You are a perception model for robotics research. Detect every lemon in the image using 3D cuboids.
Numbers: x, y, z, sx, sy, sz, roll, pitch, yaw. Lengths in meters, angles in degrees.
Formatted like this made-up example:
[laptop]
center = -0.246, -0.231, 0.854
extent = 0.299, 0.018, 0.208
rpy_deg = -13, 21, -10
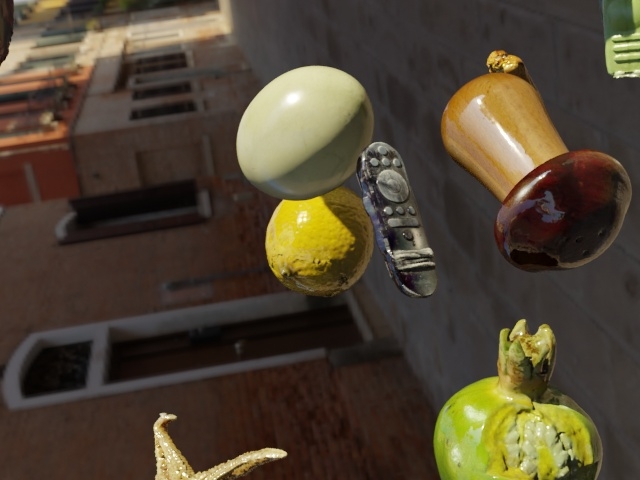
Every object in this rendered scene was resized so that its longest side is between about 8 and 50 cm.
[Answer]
[lemon]
center = 0.003, -0.008, 2.110
extent = 0.228, 0.228, 0.253
rpy_deg = 105, -172, -75

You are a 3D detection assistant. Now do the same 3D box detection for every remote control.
[remote control]
center = 0.114, -0.025, 1.559
extent = 0.066, 0.090, 0.266
rpy_deg = 129, 131, -55

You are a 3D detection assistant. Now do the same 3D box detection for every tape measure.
[tape measure]
center = 0.531, -0.395, 1.718
extent = 0.175, 0.106, 0.200
rpy_deg = -43, -55, -56

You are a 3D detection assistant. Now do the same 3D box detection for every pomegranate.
[pomegranate]
center = 0.275, 0.255, 1.407
extent = 0.236, 0.236, 0.302
rpy_deg = -118, 26, -72

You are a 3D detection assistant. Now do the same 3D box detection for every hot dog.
[hot dog]
center = 0.342, -0.276, 1.757
extent = 0.071, 0.045, 0.165
rpy_deg = 44, -179, 40

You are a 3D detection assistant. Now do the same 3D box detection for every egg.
[egg]
center = -0.026, -0.184, 1.747
extent = 0.269, 0.219, 0.219
rpy_deg = -35, 57, 40

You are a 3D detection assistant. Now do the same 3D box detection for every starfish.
[starfish]
center = -0.231, 0.385, 1.526
extent = 0.327, 0.375, 0.094
rpy_deg = -129, 16, -65

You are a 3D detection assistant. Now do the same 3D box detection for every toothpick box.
[toothpick box]
center = 0.287, -0.094, 1.363
extent = 0.192, 0.192, 0.294
rpy_deg = 88, 161, -48

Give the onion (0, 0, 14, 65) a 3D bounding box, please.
[onion]
center = -0.604, -0.418, 1.756
extent = 0.280, 0.146, 0.314
rpy_deg = 60, 171, 19
